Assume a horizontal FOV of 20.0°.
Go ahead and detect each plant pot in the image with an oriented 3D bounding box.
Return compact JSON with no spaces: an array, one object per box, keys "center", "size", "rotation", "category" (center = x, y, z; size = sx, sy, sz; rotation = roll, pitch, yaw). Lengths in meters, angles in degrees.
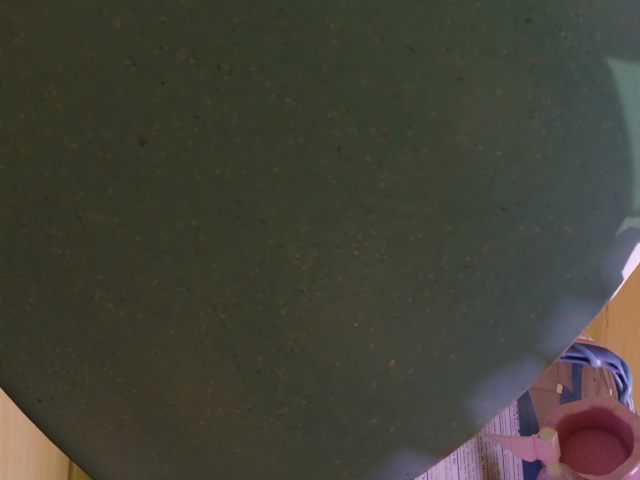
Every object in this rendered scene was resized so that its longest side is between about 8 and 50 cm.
[{"center":[-0.041,-0.080,0.559],"size":[0.195,0.290,0.290],"rotation":[38,49,-28],"category":"plant pot"}]

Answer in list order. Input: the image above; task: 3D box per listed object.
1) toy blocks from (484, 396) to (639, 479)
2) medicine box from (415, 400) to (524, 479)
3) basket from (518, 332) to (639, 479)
[{"center":[0.240,0.201,0.944],"size":[0.260,0.289,0.309],"rotation":[75,22,-46],"category":"toy blocks"},{"center":[0.017,0.186,0.945],"size":[0.289,0.149,0.263],"rotation":[-24,110,-73],"category":"medicine box"},{"center":[0.126,0.182,1.266],"size":[0.289,0.201,0.254],"rotation":[-105,-168,-69],"category":"basket"}]
